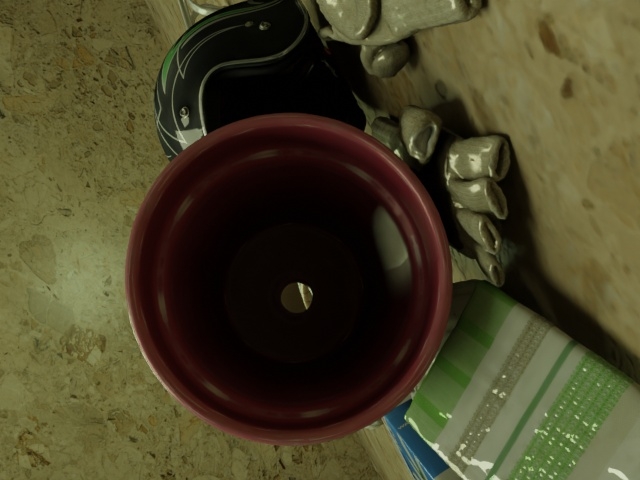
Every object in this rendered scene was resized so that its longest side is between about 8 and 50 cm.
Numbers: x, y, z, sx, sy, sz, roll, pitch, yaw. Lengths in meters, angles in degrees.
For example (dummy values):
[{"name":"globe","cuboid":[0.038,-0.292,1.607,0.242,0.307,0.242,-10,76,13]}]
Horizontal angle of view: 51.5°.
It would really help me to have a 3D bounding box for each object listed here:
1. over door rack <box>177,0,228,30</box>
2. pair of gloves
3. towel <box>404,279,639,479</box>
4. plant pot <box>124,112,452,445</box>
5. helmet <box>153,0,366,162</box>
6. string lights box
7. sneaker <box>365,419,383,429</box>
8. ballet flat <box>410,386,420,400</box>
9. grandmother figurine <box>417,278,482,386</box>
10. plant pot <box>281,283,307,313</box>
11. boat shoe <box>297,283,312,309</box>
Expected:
[{"name":"over door rack","cuboid":[-0.127,-0.225,0.824,0.239,0.108,0.324,88,175,-72]},{"name":"pair of gloves","cuboid":[0.049,-0.101,0.432,0.240,0.042,0.204,68,171,-27]},{"name":"towel","cuboid":[0.125,0.107,0.382,0.023,0.113,0.152,12,-159,-43]},{"name":"plant pot","cuboid":[-0.021,0.032,0.480,0.201,0.201,0.180,62,175,6]},{"name":"helmet","cuboid":[-0.060,-0.116,0.565,0.169,0.161,0.169,58,-172,-13]},{"name":"string lights box","cuboid":[0.164,0.290,0.840,0.133,0.076,0.259,63,172,-11]},{"name":"sneaker","cuboid":[0.071,0.283,1.427,0.262,0.099,0.121,55,164,7]},{"name":"ballet flat","cuboid":[0.102,0.087,0.694,0.084,0.058,0.250,-28,-82,-63]},{"name":"grandmother figurine","cuboid":[0.162,0.189,0.469,0.208,0.104,0.342,109,137,-81]},{"name":"plant pot","cuboid":[-0.039,0.154,1.213,0.263,0.263,0.229,73,-176,-52]},{"name":"boat shoe","cuboid":[0.000,0.000,0.899,0.092,0.102,0.285,-120,11,-61]}]
